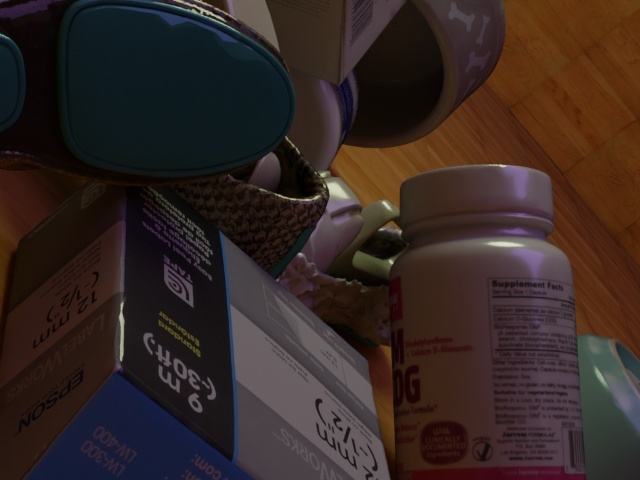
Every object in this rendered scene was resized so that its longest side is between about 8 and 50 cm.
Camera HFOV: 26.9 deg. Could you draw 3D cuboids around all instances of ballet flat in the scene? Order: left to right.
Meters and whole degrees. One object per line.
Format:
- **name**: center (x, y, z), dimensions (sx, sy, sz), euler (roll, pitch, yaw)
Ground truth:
- **ballet flat**: center (-0.177, -0.092, 0.768), dimensions (0.348, 0.123, 0.123), euler (-5, 54, -38)
- **ballet flat**: center (-0.135, -0.191, 0.994), dimensions (0.164, 0.182, 0.483), euler (-19, 75, -50)
- **ballet flat**: center (0.000, 0.000, 1.210), dimensions (0.409, 0.147, 0.147), euler (21, 35, -60)

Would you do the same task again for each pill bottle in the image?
- **pill bottle**: center (-0.042, -0.138, 1.350), dimensions (0.153, 0.153, 0.264), euler (50, 15, -7)
- **pill bottle**: center (0.140, 0.087, 1.155), dimensions (0.160, 0.160, 0.283), euler (21, 64, -61)

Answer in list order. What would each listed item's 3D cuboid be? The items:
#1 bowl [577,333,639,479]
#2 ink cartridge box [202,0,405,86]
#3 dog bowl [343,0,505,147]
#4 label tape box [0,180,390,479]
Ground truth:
- **bowl**: center (0.332, 0.234, 1.579), dimensions (0.311, 0.163, 0.311), euler (47, 18, -20)
- **ink cartridge box**: center (-0.056, -0.313, 1.253), dimensions (0.309, 0.130, 0.272), euler (21, 48, 17)
- **dog bowl**: center (0.027, -0.246, 1.501), dimensions (0.349, 0.349, 0.102), euler (46, 52, -22)
- **label tape box**: center (-0.064, 0.135, 0.776), dimensions (0.249, 0.115, 0.347), euler (43, 17, -28)
